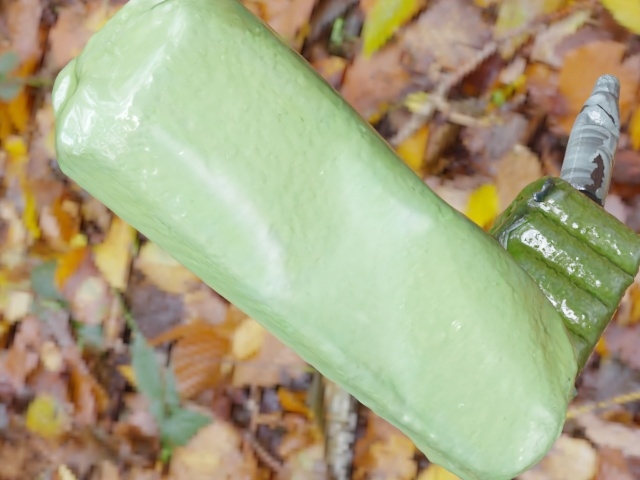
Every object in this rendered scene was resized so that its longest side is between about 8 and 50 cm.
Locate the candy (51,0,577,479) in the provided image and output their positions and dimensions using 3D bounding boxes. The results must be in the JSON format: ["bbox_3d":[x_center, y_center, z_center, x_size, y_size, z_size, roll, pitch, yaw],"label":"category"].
[{"bbox_3d":[0.000,0.000,0.848,0.142,0.343,0.132,-11,42,58],"label":"candy"}]

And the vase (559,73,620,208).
[{"bbox_3d":[0.325,-0.118,1.786,0.060,0.060,0.211,-39,23,49],"label":"vase"}]

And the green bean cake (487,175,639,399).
[{"bbox_3d":[0.204,0.085,1.575,0.250,0.156,0.247,-54,-5,-22],"label":"green bean cake"}]
